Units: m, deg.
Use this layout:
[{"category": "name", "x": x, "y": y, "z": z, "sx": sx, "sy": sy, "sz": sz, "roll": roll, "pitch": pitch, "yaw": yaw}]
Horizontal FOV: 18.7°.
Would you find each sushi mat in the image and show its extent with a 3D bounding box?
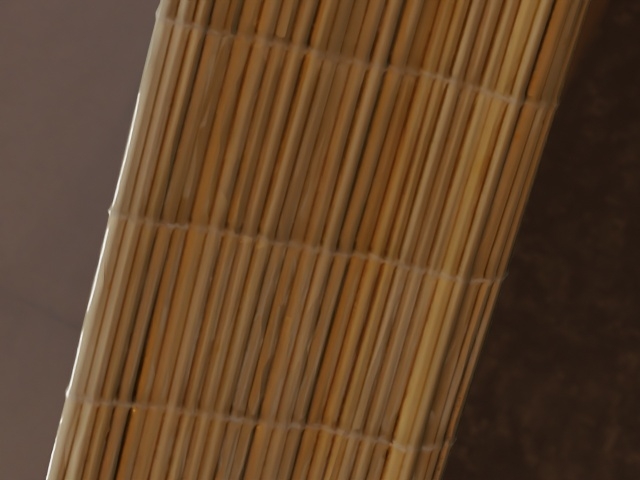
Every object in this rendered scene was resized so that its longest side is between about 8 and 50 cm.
[{"category": "sushi mat", "x": 0.000, "y": 0.000, "z": 0.655, "sx": 0.151, "sy": 0.019, "sz": 0.317, "roll": 8, "pitch": -72, "yaw": -23}]
